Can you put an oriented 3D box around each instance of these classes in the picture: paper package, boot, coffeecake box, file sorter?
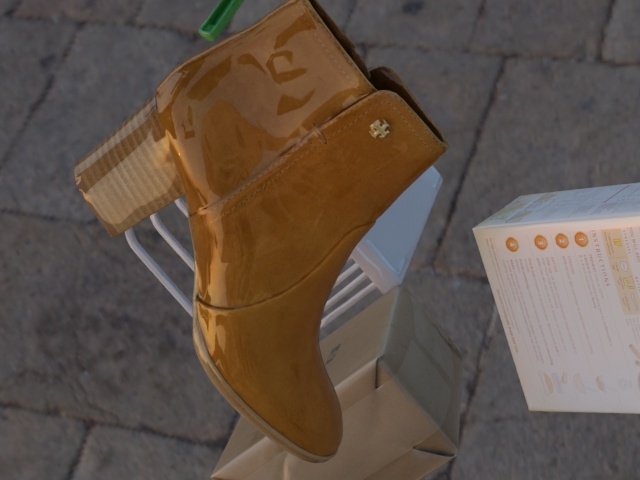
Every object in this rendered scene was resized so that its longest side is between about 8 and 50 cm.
[{"bbox_3d":[0.034,0.248,1.909,0.309,0.168,0.325,-37,8,15],"label":"paper package"},{"bbox_3d":[0.000,-0.001,0.913,0.211,0.295,0.104,-31,22,13],"label":"boot"},{"bbox_3d":[0.210,0.038,0.909,0.185,0.142,0.068,-5,19,45],"label":"coffeecake box"},{"bbox_3d":[-0.030,-0.037,1.237,0.173,0.193,0.277,-38,8,22],"label":"file sorter"}]

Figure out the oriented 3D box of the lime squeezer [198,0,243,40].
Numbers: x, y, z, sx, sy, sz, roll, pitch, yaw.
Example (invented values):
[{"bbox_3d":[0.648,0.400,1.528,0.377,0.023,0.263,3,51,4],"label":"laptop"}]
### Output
[{"bbox_3d":[-0.020,-0.301,1.046,0.059,0.310,0.110,17,13,19],"label":"lime squeezer"}]
